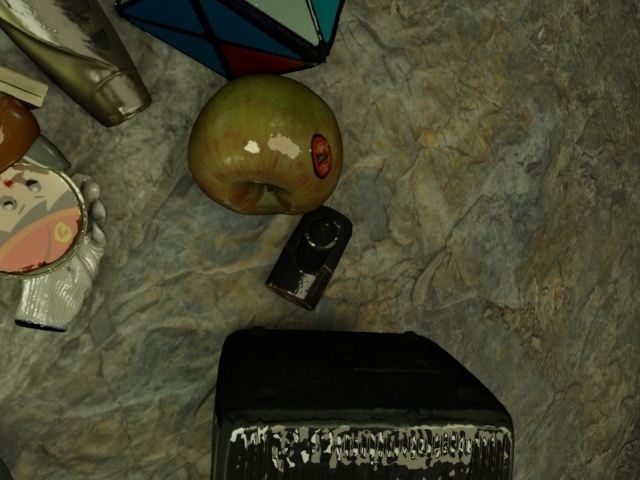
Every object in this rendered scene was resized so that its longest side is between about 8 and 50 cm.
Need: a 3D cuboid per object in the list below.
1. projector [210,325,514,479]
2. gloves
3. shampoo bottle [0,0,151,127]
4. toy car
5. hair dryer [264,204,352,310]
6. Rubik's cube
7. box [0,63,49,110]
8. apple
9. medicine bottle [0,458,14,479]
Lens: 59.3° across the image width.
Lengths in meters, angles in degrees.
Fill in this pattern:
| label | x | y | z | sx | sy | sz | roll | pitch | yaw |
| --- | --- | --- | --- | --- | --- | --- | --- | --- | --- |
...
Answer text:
| label | x | y | z | sx | sy | sz | roll | pitch | yaw |
| --- | --- | --- | --- | --- | --- | --- | --- | --- | --- |
| projector | 0.034 | 0.287 | 0.865 | 0.395 | 0.405 | 0.242 | 4 | 96 | -8 |
| gloves | -0.360 | 0.016 | 0.783 | 0.119 | 0.097 | 0.229 | 22 | 87 | -43 |
| shampoo bottle | -0.363 | -0.309 | 0.743 | 0.125 | 0.084 | 0.350 | -48 | 123 | -21 |
| toy car | -0.392 | -0.055 | 0.690 | 0.235 | 0.145 | 0.235 | -2 | 94 | -30 |
| hair dryer | 0.000 | 0.000 | 0.942 | 0.107 | 0.352 | 0.189 | 28 | 75 | -1 |
| Rubik's cube | -0.119 | -0.404 | 0.826 | 0.248 | 0.246 | 0.250 | 19 | 83 | -41 |
| box | -0.407 | -0.200 | 0.725 | 0.083 | 0.079 | 0.035 | 21 | 84 | -41 |
| apple | -0.085 | -0.145 | 0.897 | 0.261 | 0.261 | 0.194 | 25 | 57 | -39 |
| medicine bottle | -0.440 | 0.328 | 0.673 | 0.139 | 0.225 | 0.139 | -7 | 100 | -40 |
